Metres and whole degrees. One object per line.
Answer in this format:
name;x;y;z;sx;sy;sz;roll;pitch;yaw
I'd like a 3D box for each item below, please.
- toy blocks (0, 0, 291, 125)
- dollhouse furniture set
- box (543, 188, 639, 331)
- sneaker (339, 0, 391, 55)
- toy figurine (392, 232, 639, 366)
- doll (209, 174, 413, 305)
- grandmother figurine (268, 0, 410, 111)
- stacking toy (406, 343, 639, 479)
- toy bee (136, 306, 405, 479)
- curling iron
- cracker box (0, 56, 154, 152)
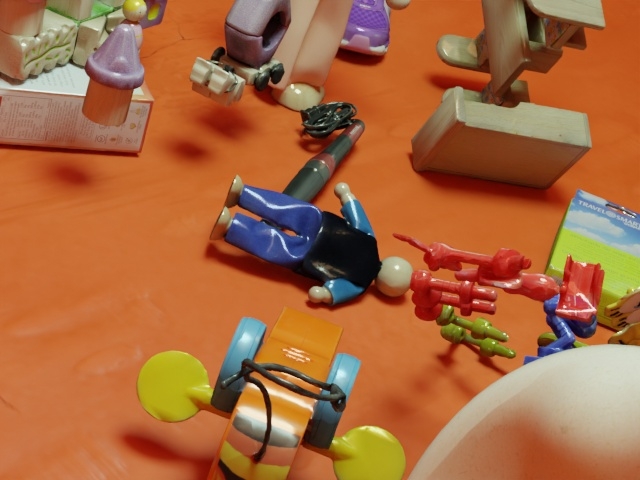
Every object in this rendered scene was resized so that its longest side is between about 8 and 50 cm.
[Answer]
toy blocks;-0.191;-0.296;1.379;0.309;0.260;0.288;29;30;17
dollhouse furniture set;0.188;-0.194;1.605;0.161;0.212;0.242;8;60;-20
box;0.288;0.020;1.483;0.109;0.042;0.178;24;32;6
sneaker;0.054;-0.311;1.806;0.095;0.104;0.236;17;33;-6
toy figurine;0.143;0.152;1.133;0.191;0.217;0.362;11;-14;13
doll;0.000;0.000;1.339;0.189;0.046;0.129;24;58;-6
grandmother figurine;0.007;-0.306;1.546;0.208;0.342;0.104;24;32;8
stacking toy;0.293;0.280;0.905;0.480;0.350;0.350;18;28;-31
toy bee;-0.052;0.139;1.053;0.195;0.162;0.298;24;6;23
curling iron;-0.016;-0.067;1.468;0.068;0.035;0.274;4;33;16
cracker box;-0.295;-0.157;1.421;0.232;0.067;0.155;3;34;-25
